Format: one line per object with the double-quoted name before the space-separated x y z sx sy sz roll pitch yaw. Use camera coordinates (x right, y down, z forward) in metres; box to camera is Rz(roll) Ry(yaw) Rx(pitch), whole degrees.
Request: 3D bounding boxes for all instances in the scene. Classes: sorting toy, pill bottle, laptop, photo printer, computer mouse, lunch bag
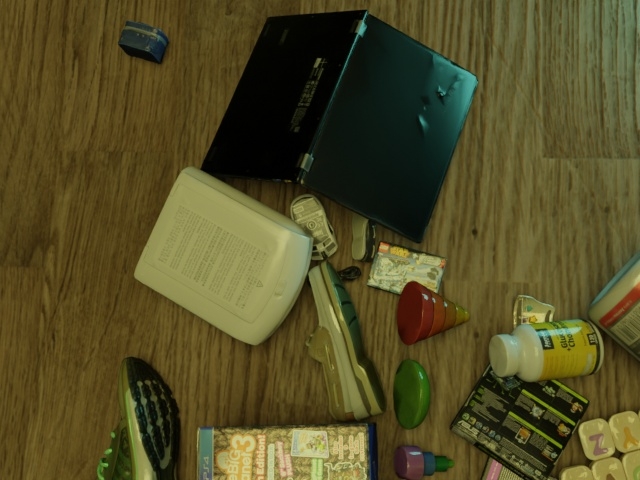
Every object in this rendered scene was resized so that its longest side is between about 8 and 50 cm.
"sorting toy" 0.403 0.148 1.560 0.075 0.045 0.083 4 79 1
"pill bottle" 0.667 0.173 1.434 0.363 0.210 0.210 43 87 12
"laptop" 0.038 -0.234 1.665 0.407 0.236 0.382 8 69 37
"photo printer" -0.177 0.036 1.594 0.307 0.107 0.256 28 99 15
"computer mouse" 0.000 0.000 1.640 0.106 0.042 0.193 -21 83 8
"sorting toy" 0.213 0.261 1.540 0.126 0.127 0.366 4 85 -17
"pill bottle" 0.401 0.198 1.485 0.184 0.103 0.103 -4 78 -15
"lunch bag" -0.375 -0.424 1.756 0.098 0.067 0.065 18 81 12

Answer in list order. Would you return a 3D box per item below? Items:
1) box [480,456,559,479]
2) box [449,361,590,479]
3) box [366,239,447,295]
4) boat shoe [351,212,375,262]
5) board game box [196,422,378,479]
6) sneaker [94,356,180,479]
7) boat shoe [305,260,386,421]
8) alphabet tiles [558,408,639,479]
"box" 0.366 0.468 1.507 0.162 0.029 0.116 20 83 12
"box" 0.362 0.317 1.509 0.190 0.045 0.184 32 68 12
"box" 0.167 0.062 1.612 0.137 0.027 0.094 16 83 10
"boat shoe" 0.089 -0.018 1.632 0.046 0.038 0.125 -21 60 48
"board game box" -0.048 0.397 1.469 0.290 0.232 0.141 -3 78 6
"sneaker" -0.368 0.426 1.557 0.182 0.158 0.411 -13 74 16
"boat shoe" 0.024 0.192 1.556 0.103 0.113 0.302 -21 80 16
"alphabet tiles" 0.574 0.440 1.470 0.284 0.021 0.278 -14 83 -2
